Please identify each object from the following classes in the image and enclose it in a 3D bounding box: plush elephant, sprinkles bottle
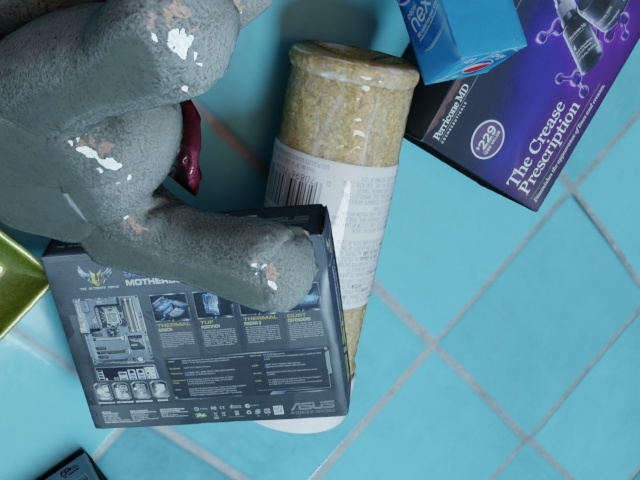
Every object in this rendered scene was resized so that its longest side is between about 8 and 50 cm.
[{"bbox_3d":[-0.140,-0.124,0.659,0.272,0.330,0.255,64,35,-44],"label":"plush elephant"},{"bbox_3d":[0.000,0.000,0.867,0.121,0.121,0.355,0,111,-31],"label":"sprinkles bottle"}]

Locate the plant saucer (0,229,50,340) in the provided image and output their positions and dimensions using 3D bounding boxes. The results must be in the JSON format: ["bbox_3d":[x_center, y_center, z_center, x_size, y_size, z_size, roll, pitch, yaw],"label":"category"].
[{"bbox_3d":[-0.343,0.038,0.729,0.188,0.045,0.188,-48,126,-5],"label":"plant saucer"}]

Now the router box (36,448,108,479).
[{"bbox_3d":[-0.290,0.386,0.891,0.309,0.081,0.243,-34,124,-14],"label":"router box"}]

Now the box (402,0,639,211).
[{"bbox_3d":[0.198,-0.187,0.917,0.184,0.103,0.261,25,97,-33],"label":"box"}]

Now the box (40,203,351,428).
[{"bbox_3d":[-0.098,0.068,0.785,0.232,0.059,0.183,-5,120,7],"label":"box"}]

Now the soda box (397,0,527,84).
[{"bbox_3d":[0.100,-0.247,0.791,0.071,0.067,0.210,-16,85,-24],"label":"soda box"}]
